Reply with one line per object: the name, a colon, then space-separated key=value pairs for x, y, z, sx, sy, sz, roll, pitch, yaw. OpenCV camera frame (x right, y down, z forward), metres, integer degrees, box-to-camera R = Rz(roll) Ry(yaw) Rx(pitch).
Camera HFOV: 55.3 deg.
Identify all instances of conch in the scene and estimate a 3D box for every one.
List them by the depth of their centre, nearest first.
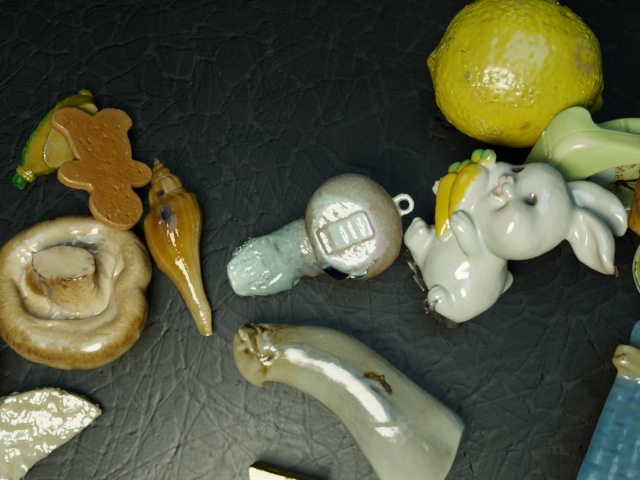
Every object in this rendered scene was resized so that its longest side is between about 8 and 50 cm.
conch: x=-0.247 y=0.006 z=1.057 sx=0.109 sy=0.093 sz=0.330 roll=-16 pitch=74 yaw=-4

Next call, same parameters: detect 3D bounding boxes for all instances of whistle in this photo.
whistle: x=0.000 y=0.000 z=1.046 sx=0.348 sy=0.189 sz=0.189 roll=-23 pitch=74 yaw=16

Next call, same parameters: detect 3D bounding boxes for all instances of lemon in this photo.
lemon: x=0.341 y=-0.291 z=1.061 sx=0.310 sy=0.258 sz=0.257 roll=22 pitch=75 yaw=7

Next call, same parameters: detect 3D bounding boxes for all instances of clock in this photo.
clock: x=0.504 y=-0.107 z=1.021 sx=0.308 sy=0.235 sz=0.096 roll=6 pitch=59 yaw=-3

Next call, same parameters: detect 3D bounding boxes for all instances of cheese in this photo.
cheese: x=-0.066 y=0.442 z=0.928 sx=0.126 sy=0.093 sz=0.171 roll=13 pitch=75 yaw=4

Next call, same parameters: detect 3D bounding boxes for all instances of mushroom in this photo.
mushroom: x=0.040 y=0.242 z=0.973 sx=0.397 sy=0.126 sz=0.177 roll=39 pitch=86 yaw=7
mushroom: x=-0.403 y=0.078 z=1.009 sx=0.279 sy=0.146 sz=0.278 roll=5 pitch=57 yaw=-7

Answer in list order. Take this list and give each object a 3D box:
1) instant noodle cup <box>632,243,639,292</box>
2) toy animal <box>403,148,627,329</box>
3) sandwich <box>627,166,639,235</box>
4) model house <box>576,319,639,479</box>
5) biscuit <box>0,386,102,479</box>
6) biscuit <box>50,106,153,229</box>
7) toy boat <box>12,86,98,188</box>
instant noodle cup: x=0.645 y=0.042 z=1.015 sx=0.182 sy=0.144 sz=0.182 roll=0 pitch=74 yaw=0
toy animal: x=0.288 y=-0.007 z=0.957 sx=0.247 sy=0.182 sz=0.310 roll=40 pitch=118 yaw=-13
sandwich: x=0.575 y=-0.079 z=0.893 sx=0.215 sy=0.065 sz=0.186 roll=6 pitch=107 yaw=-7
model house: x=0.558 y=0.302 z=0.813 sx=0.343 sy=0.382 sz=0.334 roll=30 pitch=74 yaw=3
biscuit: x=-0.488 y=0.314 z=0.975 sx=0.250 sy=0.032 sz=0.133 roll=-40 pitch=102 yaw=-10
biscuit: x=-0.381 y=-0.126 z=1.072 sx=0.166 sy=0.036 sz=0.250 roll=-8 pitch=67 yaw=-41
toy boat: x=-0.486 y=-0.191 z=1.130 sx=0.088 sy=0.089 sz=0.229 roll=15 pitch=68 yaw=44
